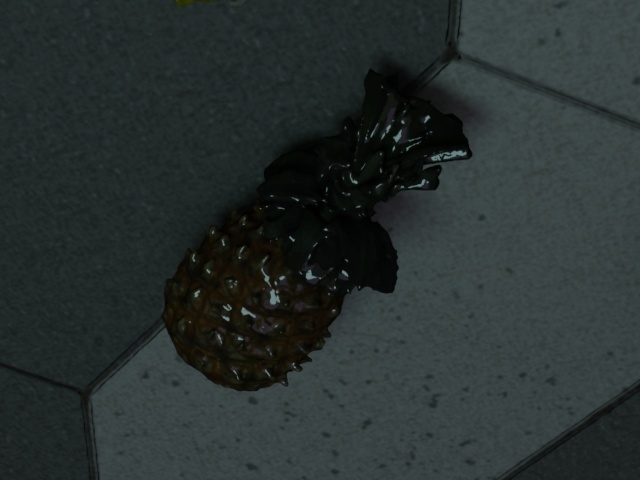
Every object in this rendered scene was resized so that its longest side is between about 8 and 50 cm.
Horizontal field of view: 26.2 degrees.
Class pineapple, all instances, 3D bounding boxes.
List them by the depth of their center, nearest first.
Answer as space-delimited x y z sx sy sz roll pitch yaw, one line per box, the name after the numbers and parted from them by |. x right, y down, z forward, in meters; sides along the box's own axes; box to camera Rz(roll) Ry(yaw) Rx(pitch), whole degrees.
0.000 0.000 1.149 0.141 0.170 0.310 16 128 -42 | pineapple

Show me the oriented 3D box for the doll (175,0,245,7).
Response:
-0.054 -0.235 1.031 0.162 0.062 0.106 -26 125 22 | doll
